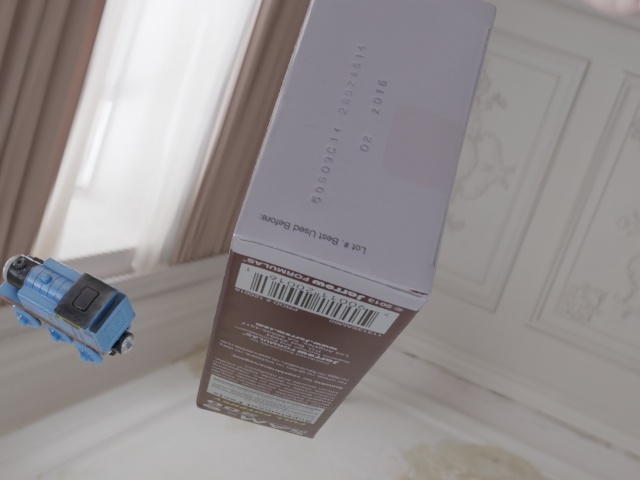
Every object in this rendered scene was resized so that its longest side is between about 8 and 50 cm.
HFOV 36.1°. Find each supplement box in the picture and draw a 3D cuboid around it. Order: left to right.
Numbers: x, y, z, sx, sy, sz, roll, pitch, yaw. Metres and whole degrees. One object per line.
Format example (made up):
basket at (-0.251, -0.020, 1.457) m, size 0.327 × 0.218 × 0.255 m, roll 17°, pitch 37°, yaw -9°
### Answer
supplement box at (0.000, 0.000, 0.453) m, size 0.073 × 0.130 × 0.239 m, roll 18°, pitch 156°, yaw -3°

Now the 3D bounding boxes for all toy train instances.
toy train at (-0.303, 0.075, 1.172) m, size 0.184 × 0.080 × 0.105 m, roll 26°, pitch 150°, yaw 18°
